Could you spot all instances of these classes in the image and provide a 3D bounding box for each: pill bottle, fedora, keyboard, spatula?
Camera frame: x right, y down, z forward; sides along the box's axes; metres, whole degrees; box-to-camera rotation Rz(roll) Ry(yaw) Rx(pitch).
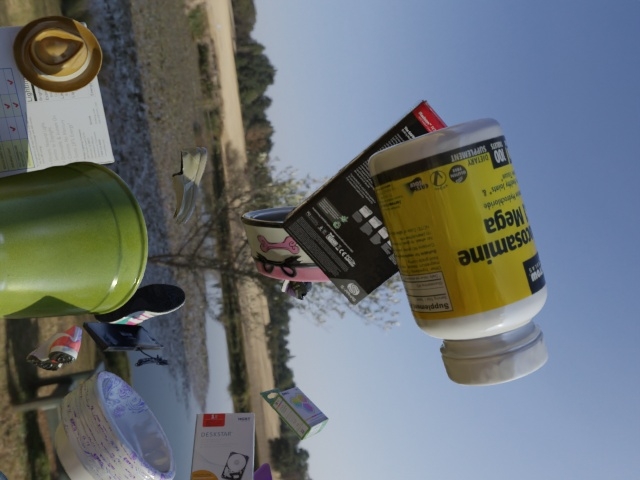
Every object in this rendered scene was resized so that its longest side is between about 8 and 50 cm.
[{"bbox_3d":[0.199,0.017,0.783,0.188,0.187,0.334,-176,-112,-81],"label":"pill bottle"},{"bbox_3d":[-0.611,-0.441,1.320,0.079,0.194,0.194,7,-73,64],"label":"fedora"},{"bbox_3d":[-0.573,0.322,1.723,0.201,0.033,0.317,38,1,17],"label":"keyboard"},{"bbox_3d":[-0.139,0.817,1.720,0.030,0.084,0.296,29,19,-45],"label":"spatula"}]

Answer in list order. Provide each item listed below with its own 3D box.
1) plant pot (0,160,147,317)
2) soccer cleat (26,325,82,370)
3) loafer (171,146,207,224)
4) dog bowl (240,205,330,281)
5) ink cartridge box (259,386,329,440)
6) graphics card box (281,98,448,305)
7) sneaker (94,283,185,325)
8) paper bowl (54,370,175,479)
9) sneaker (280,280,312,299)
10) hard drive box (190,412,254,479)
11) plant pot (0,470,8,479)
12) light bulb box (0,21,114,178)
[{"bbox_3d":[-0.625,0.013,1.185,0.353,0.366,0.367,-14,95,-66],"label":"plant pot"},{"bbox_3d":[-0.952,0.391,2.034,0.318,0.108,0.116,-22,-136,41],"label":"soccer cleat"},{"bbox_3d":[-0.449,-0.185,1.864,0.102,0.092,0.269,-148,-107,-67],"label":"loafer"},{"bbox_3d":[0.000,0.000,1.476,0.408,0.407,0.150,-137,-134,-76],"label":"dog bowl"},{"bbox_3d":[-0.085,0.531,1.806,0.209,0.109,0.062,40,-73,26],"label":"ink cartridge box"},{"bbox_3d":[0.133,-0.070,1.123,0.233,0.371,0.094,47,15,-9],"label":"graphics card box"},{"bbox_3d":[-0.613,0.240,1.949,0.178,0.295,0.124,121,-44,-67],"label":"sneaker"},{"bbox_3d":[-0.451,0.438,1.219,0.284,0.148,0.284,52,-9,12],"label":"paper bowl"},{"bbox_3d":[-0.080,0.155,2.447,0.124,0.107,0.283,32,-36,11],"label":"sneaker"},{"bbox_3d":[-0.288,0.641,1.684,0.232,0.181,0.089,-97,-171,-46],"label":"hard drive box"},{"bbox_3d":[-0.892,0.600,1.318,0.255,0.271,0.272,104,-23,-45],"label":"plant pot"},{"bbox_3d":[-0.762,-0.356,1.460,0.225,0.361,0.358,23,-58,63],"label":"light bulb box"}]
